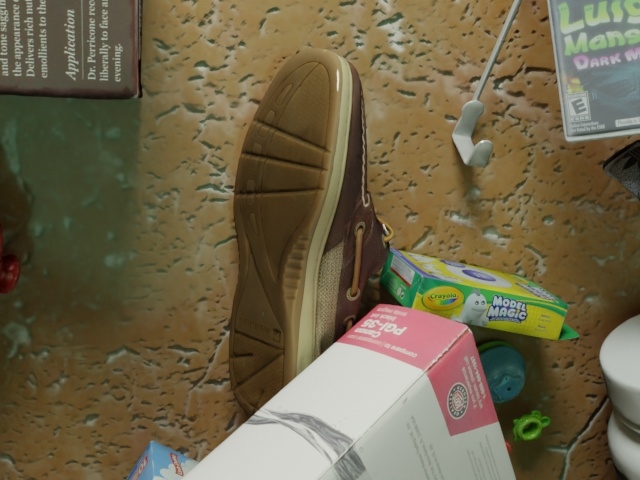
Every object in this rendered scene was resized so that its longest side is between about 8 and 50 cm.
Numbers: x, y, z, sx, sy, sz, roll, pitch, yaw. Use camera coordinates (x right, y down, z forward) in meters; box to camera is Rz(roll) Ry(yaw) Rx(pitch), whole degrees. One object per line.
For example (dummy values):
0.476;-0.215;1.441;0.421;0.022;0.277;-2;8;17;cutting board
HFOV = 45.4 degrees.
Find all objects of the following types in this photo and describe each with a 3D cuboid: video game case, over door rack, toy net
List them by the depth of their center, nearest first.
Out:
0.280;-0.173;0.604;0.190;0.022;0.173;-4;107;29;video game case
0.274;-0.216;0.729;0.239;0.108;0.324;8;115;-14;over door rack
0.126;0.204;0.818;0.232;0.045;0.122;-25;116;-4;toy net

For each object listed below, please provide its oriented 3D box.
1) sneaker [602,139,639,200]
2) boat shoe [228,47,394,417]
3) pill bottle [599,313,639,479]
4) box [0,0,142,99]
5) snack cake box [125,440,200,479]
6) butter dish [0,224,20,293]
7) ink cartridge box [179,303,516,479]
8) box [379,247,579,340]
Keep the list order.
0.321;-0.113;0.674;0.153;0.101;0.269;-30;117;8;sneaker
0.000;0.000;0.714;0.123;0.123;0.342;-3;102;-43;boat shoe
0.427;0.261;0.814;0.204;0.204;0.361;-23;107;-7;pill bottle
-0.235;-0.196;0.571;0.203;0.167;0.168;1;103;-13;box
-0.187;0.346;0.719;0.089;0.152;0.264;32;94;-18;snack cake box
-0.308;0.017;0.632;0.118;0.160;0.160;20;98;-40;butter dish
0.026;0.220;0.643;0.283;0.117;0.207;-37;120;-31;ink cartridge box
0.159;0.054;0.755;0.179;0.105;0.043;13;100;-16;box
